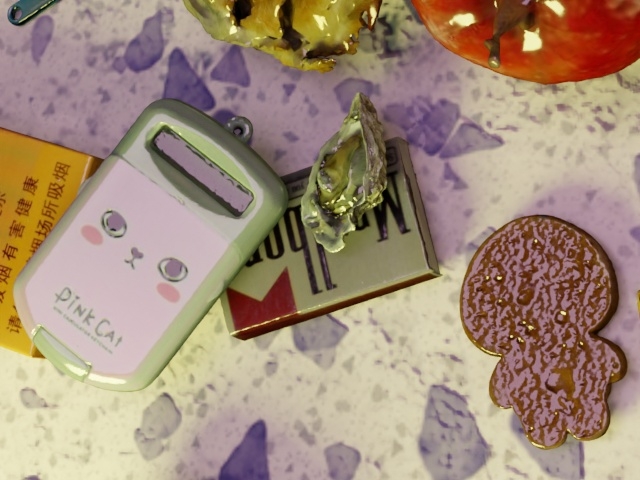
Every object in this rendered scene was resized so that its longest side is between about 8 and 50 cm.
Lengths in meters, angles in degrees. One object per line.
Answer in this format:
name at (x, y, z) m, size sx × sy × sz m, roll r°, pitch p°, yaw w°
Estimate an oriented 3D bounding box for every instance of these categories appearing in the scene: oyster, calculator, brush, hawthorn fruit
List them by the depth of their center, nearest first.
hawthorn fruit at (0.154, -0.203, 1.292) m, size 0.242 × 0.242 × 0.272 m, roll -2°, pitch 47°, yaw 23°
oyster at (0.021, -0.048, 1.431) m, size 0.100 × 0.037 × 0.098 m, roll -51°, pitch 43°, yaw 29°
calculator at (-0.132, 0.002, 1.457) m, size 0.141 × 0.045 × 0.246 m, roll 39°, pitch 93°, yaw 9°
brush at (-0.204, -0.232, 1.594) m, size 0.164 × 0.014 × 0.051 m, roll -32°, pitch 71°, yaw 18°

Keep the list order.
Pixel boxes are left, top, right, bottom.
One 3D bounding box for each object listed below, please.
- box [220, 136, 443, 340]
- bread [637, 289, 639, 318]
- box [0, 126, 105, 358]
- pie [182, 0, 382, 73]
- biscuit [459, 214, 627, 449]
box at (0.000, 0.000, 1.463) m, size 0.177 × 0.036 × 0.115 m, roll -18°, pitch 74°, yaw 20°
bread at (0.315, -0.008, 1.306) m, size 0.114 × 0.083 × 0.211 m, roll 34°, pitch 95°, yaw 27°
box at (-0.311, -0.018, 1.579) m, size 0.274 × 0.076 × 0.174 m, roll 17°, pitch 89°, yaw 24°
pie at (-0.041, -0.272, 1.428) m, size 0.308 × 0.085 × 0.308 m, roll 18°, pitch 114°, yaw 47°
biscuit at (0.168, 0.067, 1.388) m, size 0.124 × 0.026 × 0.175 m, roll -15°, pitch 77°, yaw 22°
